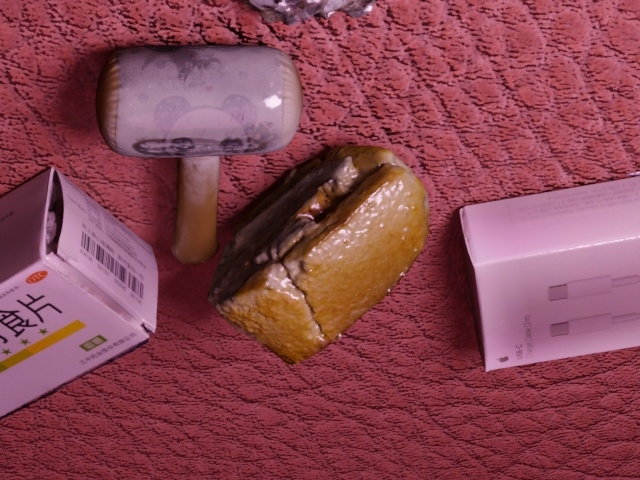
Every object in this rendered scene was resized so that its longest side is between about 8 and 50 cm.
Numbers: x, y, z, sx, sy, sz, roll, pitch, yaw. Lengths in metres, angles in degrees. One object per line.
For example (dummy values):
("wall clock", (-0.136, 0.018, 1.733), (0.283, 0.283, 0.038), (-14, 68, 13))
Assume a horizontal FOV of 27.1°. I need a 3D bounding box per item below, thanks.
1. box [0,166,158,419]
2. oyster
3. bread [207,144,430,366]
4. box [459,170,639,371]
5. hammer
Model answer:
("box", (-0.353, 0.078, 1.466), (0.333, 0.145, 0.173), (-28, 134, 22))
("oyster", (-0.029, -0.251, 1.225), (0.177, 0.064, 0.125), (2, 132, -12))
("bread", (0.000, 0.000, 1.404), (0.257, 0.186, 0.124), (-42, 121, 15))
("box", (0.297, 0.037, 1.539), (0.252, 0.106, 0.203), (-9, 138, 4))
("hammer", (-0.124, -0.075, 1.372), (0.202, 0.113, 0.305), (1, 141, -4))
